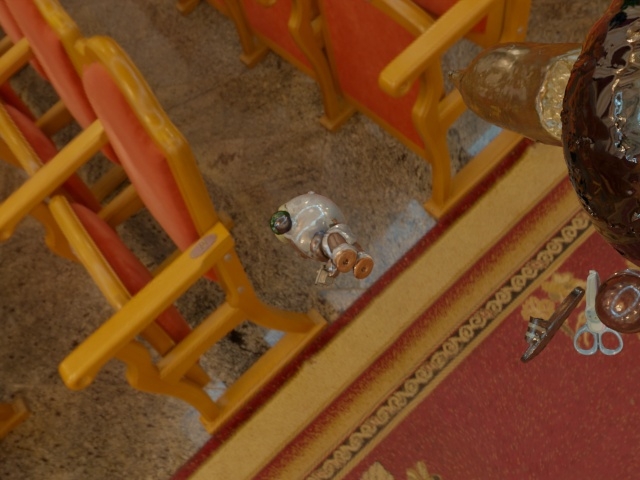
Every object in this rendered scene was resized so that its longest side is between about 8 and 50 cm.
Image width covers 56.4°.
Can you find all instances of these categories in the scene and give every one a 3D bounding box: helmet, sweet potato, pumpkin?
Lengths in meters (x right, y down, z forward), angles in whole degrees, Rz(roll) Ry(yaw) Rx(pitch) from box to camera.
[{"bbox_3d":[0.771,0.160,1.511,0.155,0.106,0.175,39,114,28],"label":"helmet"},{"bbox_3d":[0.323,-0.225,0.888,0.158,0.157,0.369,-38,26,-3],"label":"sweet potato"},{"bbox_3d":[0.266,-0.074,0.362,0.233,0.163,0.233,0,102,1],"label":"pumpkin"}]

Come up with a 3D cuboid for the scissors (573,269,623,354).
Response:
[{"bbox_3d":[0.758,0.202,1.641,0.125,0.256,0.030,-4,21,23],"label":"scissors"}]

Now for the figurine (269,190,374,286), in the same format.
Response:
[{"bbox_3d":[-0.001,0.001,0.790,0.093,0.147,0.197,-53,32,15],"label":"figurine"}]

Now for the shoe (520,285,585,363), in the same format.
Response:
[{"bbox_3d":[0.430,0.153,1.139,0.049,0.071,0.179,40,101,32],"label":"shoe"}]
